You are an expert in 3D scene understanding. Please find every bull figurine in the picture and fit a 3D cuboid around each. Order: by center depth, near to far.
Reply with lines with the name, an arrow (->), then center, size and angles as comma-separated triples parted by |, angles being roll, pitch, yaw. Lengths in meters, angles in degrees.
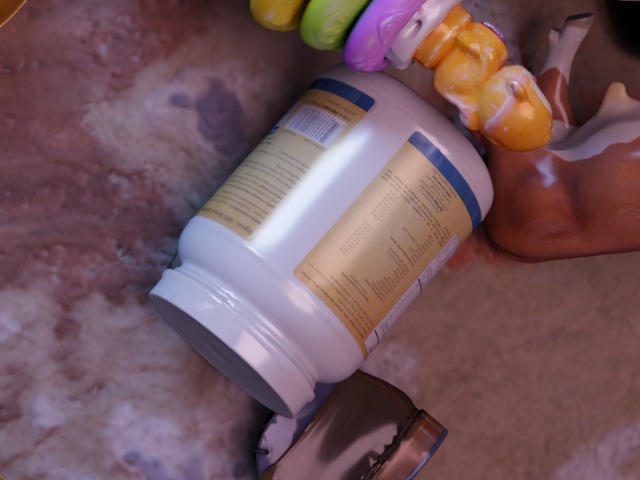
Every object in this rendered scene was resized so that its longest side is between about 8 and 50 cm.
bull figurine -> 0.242, -0.064, 1.227 | 0.101, 0.310, 0.188 | -36, 116, -63

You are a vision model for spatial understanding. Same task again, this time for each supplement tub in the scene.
supplement tub -> 0.000, 0.000, 1.183 | 0.144, 0.144, 0.200 | 46, 77, -22

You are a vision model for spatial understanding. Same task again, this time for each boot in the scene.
boot -> -0.025, 0.174, 1.244 | 0.106, 0.082, 0.219 | 44, 81, 0

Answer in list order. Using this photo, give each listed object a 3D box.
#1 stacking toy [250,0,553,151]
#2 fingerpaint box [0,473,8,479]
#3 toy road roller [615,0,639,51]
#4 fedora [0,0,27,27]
stacking toy -> 0.027, -0.162, 1.104 | 0.302, 0.175, 0.166 | 42, 77, 7
fingerpaint box -> -0.280, 0.335, 0.966 | 0.445, 0.371, 0.163 | -34, 107, -19
toy road roller -> 0.400, -0.160, 1.326 | 0.240, 0.202, 0.329 | -47, 112, -25
fedora -> -0.238, -0.197, 1.089 | 0.194, 0.079, 0.194 | -3, 96, -25
